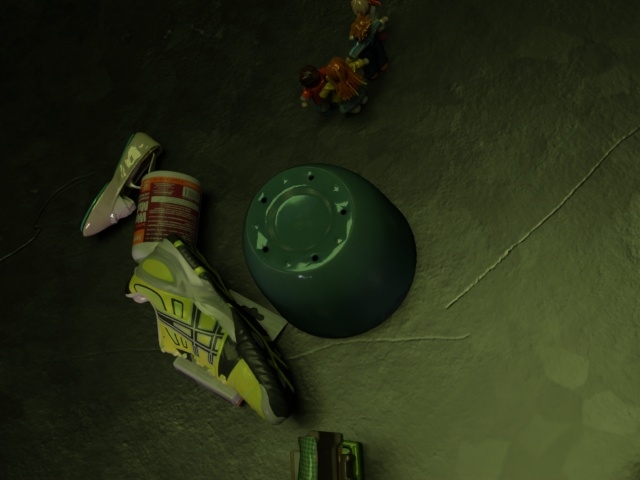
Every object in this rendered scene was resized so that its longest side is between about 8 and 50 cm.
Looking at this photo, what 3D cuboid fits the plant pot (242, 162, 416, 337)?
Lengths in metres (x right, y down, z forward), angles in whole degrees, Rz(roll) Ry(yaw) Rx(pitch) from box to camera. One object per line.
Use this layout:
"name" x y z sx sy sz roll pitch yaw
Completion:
"plant pot" 0.000 0.000 1.307 0.293 0.235 0.292 -6 70 16

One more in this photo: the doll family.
"doll family" 0.070 -0.343 1.438 0.118 0.163 0.263 32 85 24

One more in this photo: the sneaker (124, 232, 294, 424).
"sneaker" -0.188 0.171 1.326 0.147 0.145 0.384 -40 71 1

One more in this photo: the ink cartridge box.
"ink cartridge box" -0.163 0.196 1.415 0.146 0.045 0.179 25 63 24

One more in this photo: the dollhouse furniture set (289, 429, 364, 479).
"dollhouse furniture set" -0.035 0.394 1.152 0.151 0.301 0.197 -7 73 13

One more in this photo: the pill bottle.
"pill bottle" -0.298 -0.013 1.473 0.121 0.121 0.221 -2 72 18

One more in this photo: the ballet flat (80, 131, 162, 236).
"ballet flat" -0.401 -0.107 1.566 0.086 0.086 0.248 22 79 23
